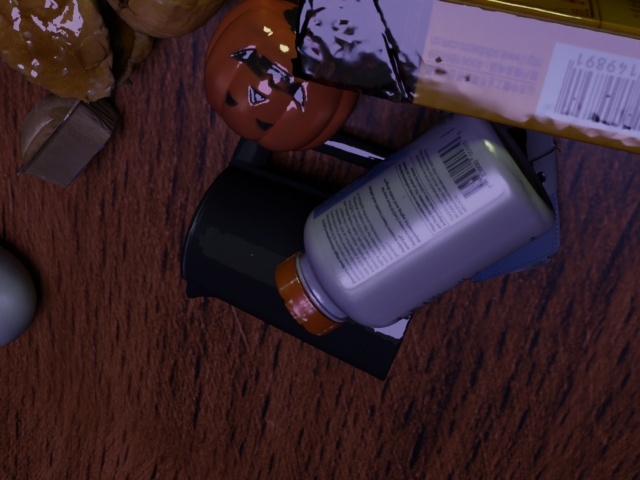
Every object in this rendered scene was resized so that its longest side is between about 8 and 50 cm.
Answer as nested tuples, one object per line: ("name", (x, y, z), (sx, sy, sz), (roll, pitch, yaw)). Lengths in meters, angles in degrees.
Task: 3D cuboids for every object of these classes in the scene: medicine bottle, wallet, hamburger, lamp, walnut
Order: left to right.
("hamburger", (-0.345, -0.349, 0.950), (0.330, 0.162, 0.209), (43, 123, -2))
("walnut", (-0.177, -0.317, 0.909), (0.144, 0.180, 0.144), (17, 145, 12))
("lamp", (-0.051, -0.189, 0.923), (0.188, 0.187, 0.164), (38, 120, -4))
("medicine bottle", (0.089, -0.008, 0.831), (0.289, 0.157, 0.157), (-34, 104, 21))
("wallet", (0.220, -0.070, 0.927), (0.170, 0.069, 0.230), (-14, 113, -21))

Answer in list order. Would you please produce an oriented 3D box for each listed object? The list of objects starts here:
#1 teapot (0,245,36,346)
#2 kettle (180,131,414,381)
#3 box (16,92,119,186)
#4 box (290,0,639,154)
("teapot", (-0.630, 0.117, 1.303), (0.318, 0.149, 0.220), (-32, 103, 28))
("kettle", (-0.005, 0.009, 1.016), (0.308, 0.203, 0.262), (23, 124, 8))
("box", (-0.367, -0.153, 1.099), (0.111, 0.111, 0.177), (45, 121, -9))
("box", (0.200, -0.210, 0.790), (0.416, 0.264, 0.115), (13, 121, 8))
